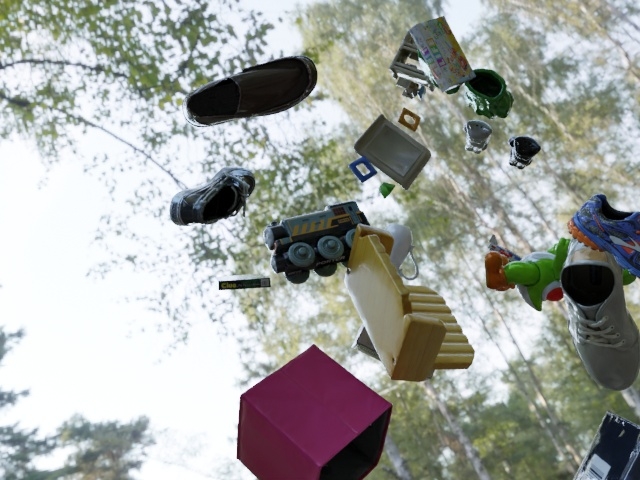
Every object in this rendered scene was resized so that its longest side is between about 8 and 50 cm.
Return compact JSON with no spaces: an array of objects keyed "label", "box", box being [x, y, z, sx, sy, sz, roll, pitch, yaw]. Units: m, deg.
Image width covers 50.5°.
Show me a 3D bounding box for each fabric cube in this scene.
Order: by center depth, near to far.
[{"label":"fabric cube","box":[-0.019,0.458,1.615,0.259,0.258,0.254,-30,-40,-38]}]

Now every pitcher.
[{"label":"pitcher","box":[0.313,0.048,2.662,0.177,0.207,0.125,12,-6,17]}]

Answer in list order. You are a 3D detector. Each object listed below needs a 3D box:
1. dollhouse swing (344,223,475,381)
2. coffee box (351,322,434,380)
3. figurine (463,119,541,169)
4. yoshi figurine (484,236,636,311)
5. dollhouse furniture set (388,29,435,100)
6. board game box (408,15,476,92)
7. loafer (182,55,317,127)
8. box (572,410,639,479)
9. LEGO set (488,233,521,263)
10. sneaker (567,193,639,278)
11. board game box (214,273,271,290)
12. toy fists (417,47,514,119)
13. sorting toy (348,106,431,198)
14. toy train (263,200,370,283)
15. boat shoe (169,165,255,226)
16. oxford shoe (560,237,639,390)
[{"label":"dollhouse swing","box":[0.271,0.156,1.798,0.304,0.347,0.315,-6,-46,-19]},{"label":"coffee box","box":[0.230,0.330,2.068,0.098,0.246,0.141,-63,-3,-17]},{"label":"figurine","box":[0.485,-0.270,1.832,0.209,0.214,0.092,-9,-60,-79]},{"label":"yoshi figurine","box":[0.614,0.043,1.743,0.362,0.204,0.203,-3,-48,25]},{"label":"dollhouse furniture set","box":[0.298,-0.488,1.944,0.129,0.129,0.183,-63,-23,-3]},{"label":"board game box","box":[0.268,-0.409,1.485,0.103,0.154,0.026,-29,1,-37]},{"label":"loafer","box":[-0.179,-0.367,1.719,0.365,0.134,0.130,-21,10,3]},{"label":"box","box":[0.598,0.504,1.065,0.294,0.395,0.212,-63,-9,-2]},{"label":"LEGO set","box":[0.616,0.068,2.052,0.244,0.182,0.060,20,-74,-31]},{"label":"sneaker","box":[0.523,-0.002,1.131,0.083,0.221,0.087,-24,-41,-46]},{"label":"board game box","box":[-0.216,0.112,1.845,0.136,0.030,0.259,-1,0,-12]},{"label":"toy fists","box":[0.366,-0.405,1.713,0.096,0.279,0.142,-51,-21,-4]},{"label":"sorting toy","box":[0.202,-0.247,1.922,0.348,0.196,0.047,-51,1,-37]},{"label":"toy train","box":[0.000,0.000,1.957,0.333,0.190,0.142,-14,-31,-19]},{"label":"boat shoe","box":[-0.219,-0.105,1.585,0.104,0.113,0.306,5,16,26]},{"label":"oxford shoe","box":[0.662,0.187,1.620,0.169,0.449,0.130,0,30,34]}]
